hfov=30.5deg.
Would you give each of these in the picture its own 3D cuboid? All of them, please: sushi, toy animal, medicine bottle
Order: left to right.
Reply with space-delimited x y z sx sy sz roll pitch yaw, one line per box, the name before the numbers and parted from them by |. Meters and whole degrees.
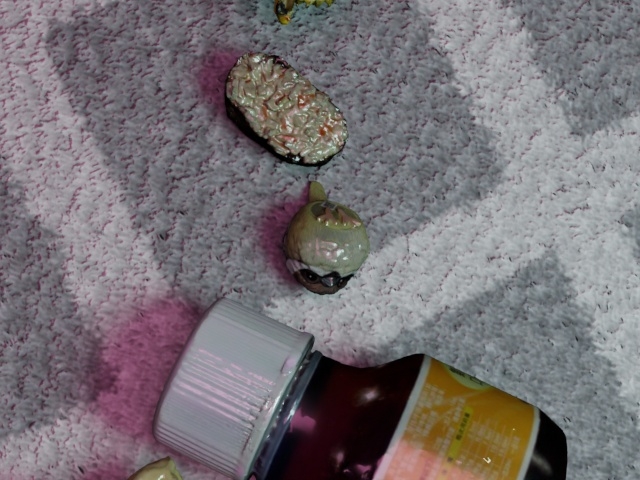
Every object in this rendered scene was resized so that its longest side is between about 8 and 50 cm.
sushi | -0.041 -0.142 1.303 0.150 0.078 0.090 41 78 -3
toy animal | 0.000 0.000 1.298 0.098 0.137 0.098 -8 125 -11
medicine bottle | 0.033 0.209 1.185 0.395 0.242 0.242 25 79 -1

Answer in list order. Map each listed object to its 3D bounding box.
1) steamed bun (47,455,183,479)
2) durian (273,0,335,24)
steamed bun | -0.187 0.365 1.184 0.292 0.137 0.295 -38 82 -8
durian | -0.038 -0.341 1.300 0.193 0.138 0.237 10 78 -11
